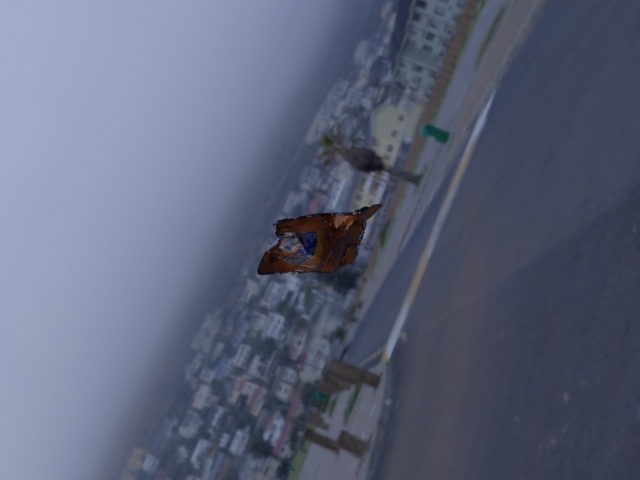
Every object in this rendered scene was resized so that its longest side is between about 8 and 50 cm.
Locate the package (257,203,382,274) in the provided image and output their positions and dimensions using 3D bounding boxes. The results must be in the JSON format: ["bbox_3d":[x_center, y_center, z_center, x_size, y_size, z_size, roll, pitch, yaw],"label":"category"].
[{"bbox_3d":[0.000,0.001,0.678,0.033,0.111,0.077,43,129,46],"label":"package"}]
